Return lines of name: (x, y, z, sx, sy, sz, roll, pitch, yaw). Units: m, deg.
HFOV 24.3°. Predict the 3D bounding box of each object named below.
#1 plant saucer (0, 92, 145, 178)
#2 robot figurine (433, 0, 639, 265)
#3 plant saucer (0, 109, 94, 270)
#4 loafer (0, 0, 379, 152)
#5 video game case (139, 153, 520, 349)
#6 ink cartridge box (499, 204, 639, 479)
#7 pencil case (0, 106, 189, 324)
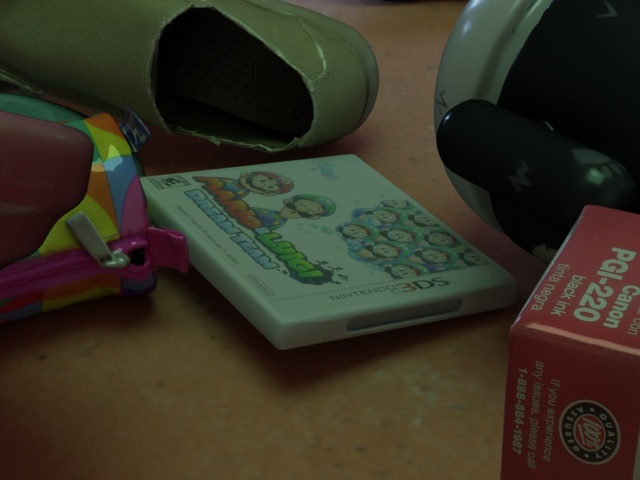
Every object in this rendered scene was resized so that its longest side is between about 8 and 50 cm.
plant saucer: (-0.199, -0.044, 0.851, 0.195, 0.037, 0.195, 0, 33, 0)
robot figurine: (0.180, -0.042, 0.717, 0.278, 0.209, 0.173, 33, 82, 41)
plant saucer: (-0.249, -0.026, 0.517, 0.332, 0.084, 0.332, 10, 1, 0)
loafer: (-0.099, -0.117, 0.866, 0.268, 0.102, 0.092, 13, 18, 4)
video game case: (0.000, 0.000, 0.766, 0.143, 0.019, 0.157, -9, 32, -32)
ink cartridge box: (0.174, 0.095, 0.502, 0.218, 0.159, 0.092, 13, 33, 21)
pencil case: (-0.191, 0.004, 0.720, 0.236, 0.104, 0.104, -14, 34, -17)
